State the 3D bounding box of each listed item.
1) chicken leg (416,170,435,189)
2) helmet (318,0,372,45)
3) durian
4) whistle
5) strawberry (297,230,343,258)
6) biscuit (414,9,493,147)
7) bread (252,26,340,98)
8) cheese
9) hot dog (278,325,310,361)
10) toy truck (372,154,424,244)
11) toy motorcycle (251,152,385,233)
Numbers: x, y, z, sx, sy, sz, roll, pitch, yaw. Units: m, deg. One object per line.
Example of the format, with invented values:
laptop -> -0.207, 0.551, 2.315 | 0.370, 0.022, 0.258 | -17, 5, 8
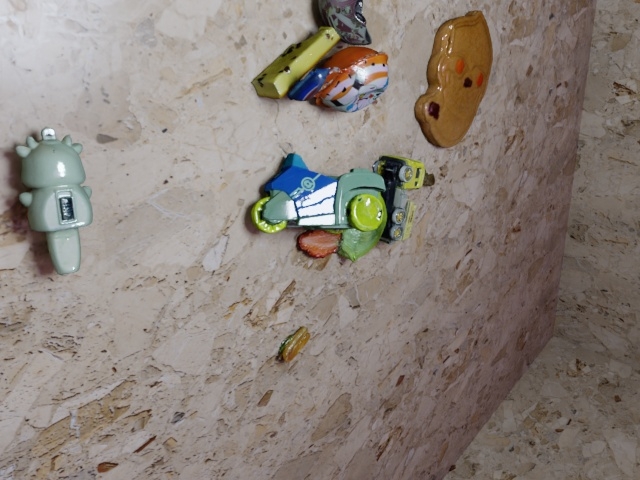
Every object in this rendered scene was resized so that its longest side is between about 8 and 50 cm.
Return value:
chicken leg -> 0.336, -0.211, 1.655 | 0.198, 0.069, 0.084 | 3, 80, -54
helmet -> 0.054, -0.543, 1.162 | 0.153, 0.107, 0.177 | -91, 165, -45
durian -> 0.128, -0.055, 1.456 | 0.139, 0.101, 0.250 | 11, 107, -44
whistle -> -0.447, -0.065, 0.838 | 0.102, 0.106, 0.253 | -6, 105, -13
strawberry -> -0.001, -0.002, 1.388 | 0.152, 0.048, 0.103 | 6, 109, -32
biscuit -> 0.469, -0.540, 1.657 | 0.350, 0.078, 0.455 | 6, 101, -52
bread -> -0.054, -0.413, 1.126 | 0.226, 0.088, 0.049 | -51, 133, -21
cheese -> 0.050, -0.380, 1.172 | 0.329, 0.217, 0.129 | -28, 86, -51
hot dog -> -0.078, 0.302, 1.440 | 0.133, 0.041, 0.056 | -46, 135, -35
toy truck -> 0.246, -0.128, 1.538 | 0.157, 0.124, 0.272 | -9, 113, -44
toy motorcycle -> -0.014, -0.114, 1.234 | 0.327, 0.191, 0.199 | 1, 88, -26
